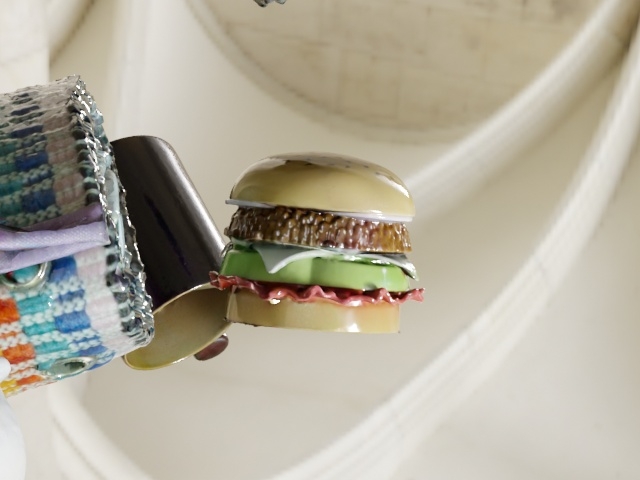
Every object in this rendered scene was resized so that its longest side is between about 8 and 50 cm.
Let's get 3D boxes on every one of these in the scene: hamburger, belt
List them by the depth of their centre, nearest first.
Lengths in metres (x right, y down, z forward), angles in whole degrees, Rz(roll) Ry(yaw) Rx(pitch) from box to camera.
[{"bbox_3d":[-0.218,0.003,1.114,0.160,0.206,0.295,-15,-154,-3],"label":"belt"},{"bbox_3d":[0.000,0.000,1.196,0.175,0.137,0.175,6,180,0],"label":"hamburger"}]

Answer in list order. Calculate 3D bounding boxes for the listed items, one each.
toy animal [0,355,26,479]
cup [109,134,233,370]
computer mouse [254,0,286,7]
[{"bbox_3d":[-0.326,0.102,0.924,0.289,0.249,0.174,-2,-133,25],"label":"toy animal"},{"bbox_3d":[-0.152,0.018,1.551,0.177,0.166,0.239,54,-158,24],"label":"cup"},{"bbox_3d":[-0.030,-0.295,1.324,0.062,0.192,0.106,0,-178,-40],"label":"computer mouse"}]
